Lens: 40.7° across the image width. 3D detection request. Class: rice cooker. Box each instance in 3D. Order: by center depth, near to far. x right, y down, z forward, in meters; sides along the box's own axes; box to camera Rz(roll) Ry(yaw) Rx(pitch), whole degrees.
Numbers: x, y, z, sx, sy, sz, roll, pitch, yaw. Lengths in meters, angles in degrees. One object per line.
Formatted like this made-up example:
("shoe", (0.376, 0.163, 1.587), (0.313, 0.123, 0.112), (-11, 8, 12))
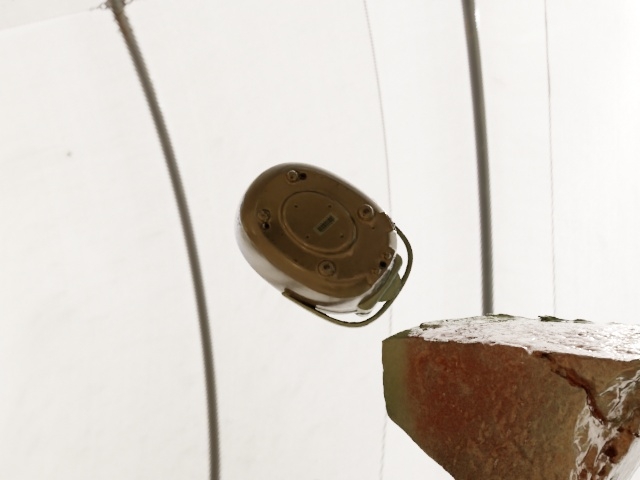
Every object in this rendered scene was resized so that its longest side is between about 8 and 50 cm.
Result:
("rice cooker", (0.000, 0.000, 0.953), (0.206, 0.145, 0.127), (33, -15, 11))

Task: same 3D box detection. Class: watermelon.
("watermelon", (0.220, 0.135, 0.792), (0.310, 0.231, 0.193), (15, -70, -10))

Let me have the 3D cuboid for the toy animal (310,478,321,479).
("toy animal", (0.055, 0.385, 0.751), (0.345, 0.247, 0.278), (56, -15, -21))
